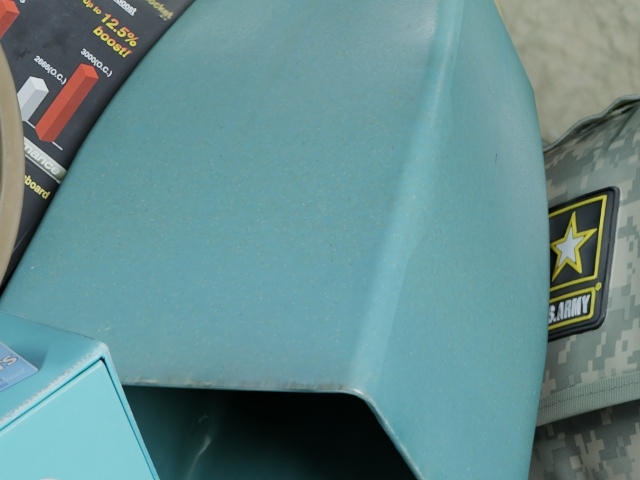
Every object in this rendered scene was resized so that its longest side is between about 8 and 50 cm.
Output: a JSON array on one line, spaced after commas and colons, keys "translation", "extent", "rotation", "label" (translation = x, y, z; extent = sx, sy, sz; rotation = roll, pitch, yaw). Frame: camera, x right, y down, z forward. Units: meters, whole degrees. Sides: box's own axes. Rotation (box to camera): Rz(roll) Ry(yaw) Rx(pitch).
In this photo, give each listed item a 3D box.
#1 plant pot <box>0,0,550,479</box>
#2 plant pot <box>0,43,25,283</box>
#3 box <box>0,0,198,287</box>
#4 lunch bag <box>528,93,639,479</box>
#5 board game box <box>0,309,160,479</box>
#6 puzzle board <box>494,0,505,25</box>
[{"translation": [0.000, 0.000, 0.725], "extent": [0.165, 0.166, 0.234], "rotation": [57, 41, -47], "label": "plant pot"}, {"translation": [-0.204, -0.040, 0.595], "extent": [0.237, 0.110, 0.237], "rotation": [6, 76, -26], "label": "plant pot"}, {"translation": [-0.221, -0.118, 0.712], "extent": [0.307, 0.076, 0.242], "rotation": [38, 63, -14], "label": "box"}, {"translation": [0.178, 0.069, 0.780], "extent": [0.169, 0.235, 0.287], "rotation": [-21, 87, -32], "label": "lunch bag"}, {"translation": [-0.128, 0.231, 0.594], "extent": [0.254, 0.079, 0.336], "rotation": [-35, 119, -31], "label": "board game box"}, {"translation": [0.049, -0.110, 0.890], "extent": [0.096, 0.011, 0.128], "rotation": [-7, 81, -30], "label": "puzzle board"}]
